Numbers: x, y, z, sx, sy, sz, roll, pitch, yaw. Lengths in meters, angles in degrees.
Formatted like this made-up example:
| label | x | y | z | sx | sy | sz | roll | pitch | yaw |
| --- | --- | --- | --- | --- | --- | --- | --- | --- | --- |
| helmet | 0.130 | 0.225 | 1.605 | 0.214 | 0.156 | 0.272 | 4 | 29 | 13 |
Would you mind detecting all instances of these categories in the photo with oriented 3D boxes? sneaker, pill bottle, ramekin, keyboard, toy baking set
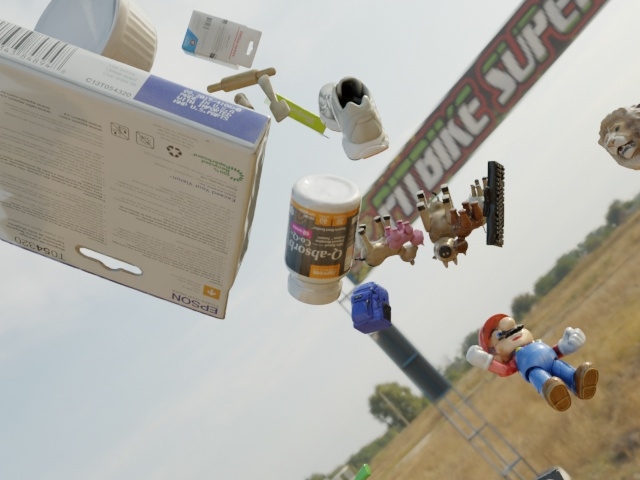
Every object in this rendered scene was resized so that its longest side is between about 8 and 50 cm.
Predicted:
| label | x | y | z | sx | sy | sz | roll | pitch | yaw |
| --- | --- | --- | --- | --- | --- | --- | --- | --- | --- |
| sneaker | 0.053 | -0.251 | 1.393 | 0.099 | 0.262 | 0.121 | -20 | -56 | -7 |
| pill bottle | 0.000 | 0.000 | 1.790 | 0.162 | 0.162 | 0.278 | -28 | -45 | -45 |
| ramekin | -0.428 | -0.362 | 1.480 | 0.273 | 0.273 | 0.127 | -47 | -39 | 13 |
| keyboard | 0.371 | -0.077 | 1.652 | 0.023 | 0.180 | 0.108 | -2 | -6 | 34 |
| toy baking set | -0.151 | -0.242 | 1.454 | 0.256 | 0.196 | 0.030 | -12 | -36 | 29 |

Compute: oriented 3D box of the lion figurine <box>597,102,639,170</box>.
| label | x | y | z | sx | sy | sz | roll | pitch | yaw |
| --- | --- | --- | --- | --- | --- | --- | --- | --- | --- |
| lion figurine | 0.697 | -0.265 | 1.393 | 0.142 | 0.240 | 0.392 | 4 | -52 | -48 |

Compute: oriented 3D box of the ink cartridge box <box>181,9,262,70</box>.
| label | x | y | z | sx | sy | sz | roll | pitch | yaw |
| --- | --- | --- | --- | --- | --- | --- | --- | --- | --- |
| ink cartridge box | -0.243 | -0.492 | 1.938 | 0.060 | 0.180 | 0.104 | 117 | 171 | -87 |

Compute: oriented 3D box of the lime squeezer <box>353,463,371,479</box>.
| label | x | y | z | sx | sy | sz | roll | pitch | yaw |
| --- | --- | --- | --- | --- | --- | --- | --- | --- | --- |
| lime squeezer | -0.038 | 0.474 | 1.234 | 0.310 | 0.110 | 0.059 | -32 | -15 | 18 |

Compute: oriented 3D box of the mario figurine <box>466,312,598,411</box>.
| label | x | y | z | sx | sy | sz | roll | pitch | yaw |
| --- | --- | --- | --- | --- | --- | --- | --- | --- | --- |
| mario figurine | 0.460 | 0.244 | 1.745 | 0.198 | 0.320 | 0.170 | 15 | -81 | -27 |

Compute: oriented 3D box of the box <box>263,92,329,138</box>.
| label | x | y | z | sx | sy | sz | roll | pitch | yaw |
| --- | --- | --- | --- | --- | --- | --- | --- | --- | --- |
| box | -0.055 | -0.327 | 2.017 | 0.042 | 0.178 | 0.109 | -61 | 18 | 7 |

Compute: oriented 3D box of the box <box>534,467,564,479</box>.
| label | x | y | z | sx | sy | sz | roll | pitch | yaw |
| --- | --- | --- | --- | --- | --- | --- | --- | --- | --- |
| box | 0.580 | 0.662 | 1.774 | 0.060 | 0.270 | 0.216 | -28 | -24 | 1 |

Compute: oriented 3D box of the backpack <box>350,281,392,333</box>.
| label | x | y | z | sx | sy | sz | roll | pitch | yaw |
| --- | --- | --- | --- | --- | --- | --- | --- | --- | --- |
| backpack | 0.129 | 0.166 | 2.019 | 0.098 | 0.120 | 0.101 | -16 | -35 | 29 |

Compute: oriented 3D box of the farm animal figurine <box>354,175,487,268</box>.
| label | x | y | z | sx | sy | sz | roll | pitch | yaw |
| --- | --- | --- | --- | --- | --- | --- | --- | --- | --- |
| farm animal figurine | 0.287 | -0.017 | 2.017 | 0.330 | 0.172 | 0.327 | -9 | 21 | 29 |

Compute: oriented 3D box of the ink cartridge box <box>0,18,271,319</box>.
| label | x | y | z | sx | sy | sz | roll | pitch | yaw |
| --- | --- | --- | --- | --- | --- | --- | --- | --- | --- |
| ink cartridge box | -0.236 | -0.067 | 0.907 | 0.330 | 0.324 | 0.071 | 109 | -178 | -53 |
